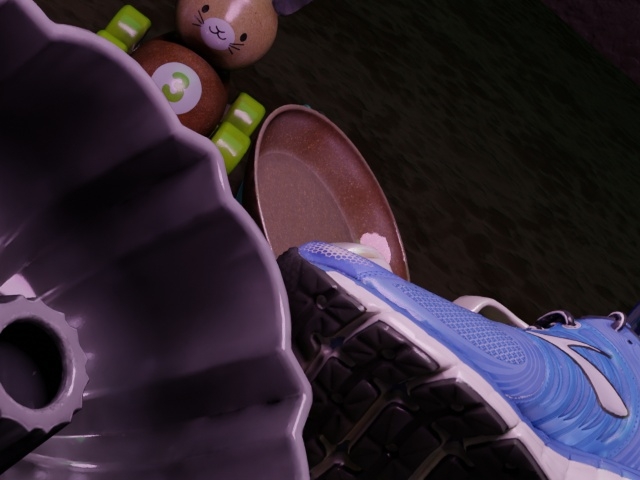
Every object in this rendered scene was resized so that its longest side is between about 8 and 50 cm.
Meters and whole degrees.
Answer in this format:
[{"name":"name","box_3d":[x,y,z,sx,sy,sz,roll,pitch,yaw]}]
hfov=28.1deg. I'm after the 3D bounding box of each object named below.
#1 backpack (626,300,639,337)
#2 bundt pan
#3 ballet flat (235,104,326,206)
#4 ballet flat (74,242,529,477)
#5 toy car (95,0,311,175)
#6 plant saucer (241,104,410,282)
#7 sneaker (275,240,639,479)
[{"name":"backpack","box_3d":[0.333,0.141,0.975,0.273,0.355,0.290,-28,67,-38]},{"name":"bundt pan","box_3d":[-0.154,0.065,0.524,0.331,0.124,0.330,28,51,-42]},{"name":"ballet flat","box_3d":[-0.029,-0.005,1.004,0.096,0.095,0.280,46,34,-15]},{"name":"ballet flat","box_3d":[0.044,0.106,0.801,0.483,0.182,0.164,27,1,-26]},{"name":"toy car","box_3d":[-0.087,-0.173,1.063,0.155,0.188,0.149,37,25,-10]},{"name":"plant saucer","box_3d":[0.000,0.000,0.921,0.198,0.036,0.198,38,41,-43]},{"name":"sneaker","box_3d":[0.103,0.097,0.706,0.330,0.130,0.147,35,40,-19]}]
